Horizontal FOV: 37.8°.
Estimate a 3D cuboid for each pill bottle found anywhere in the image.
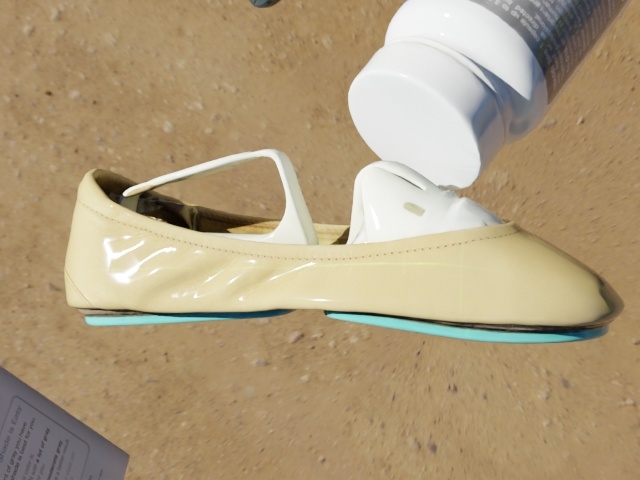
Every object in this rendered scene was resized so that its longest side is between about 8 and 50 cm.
[{"bbox_3d":[0.077,-0.091,0.408,0.078,0.078,0.137,37,65,8],"label":"pill bottle"}]

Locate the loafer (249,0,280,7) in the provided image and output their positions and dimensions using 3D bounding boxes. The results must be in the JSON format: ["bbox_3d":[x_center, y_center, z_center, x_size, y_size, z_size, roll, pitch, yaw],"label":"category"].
[{"bbox_3d":[-0.009,-0.288,0.878,0.062,0.061,0.170,52,120,18],"label":"loafer"}]

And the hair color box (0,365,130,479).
[{"bbox_3d":[-0.373,0.216,0.919,0.113,0.185,0.374,-23,129,28],"label":"hair color box"}]

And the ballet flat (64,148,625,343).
[{"bbox_3d":[0.000,0.000,0.372,0.232,0.080,0.073,0,96,15],"label":"ballet flat"}]
